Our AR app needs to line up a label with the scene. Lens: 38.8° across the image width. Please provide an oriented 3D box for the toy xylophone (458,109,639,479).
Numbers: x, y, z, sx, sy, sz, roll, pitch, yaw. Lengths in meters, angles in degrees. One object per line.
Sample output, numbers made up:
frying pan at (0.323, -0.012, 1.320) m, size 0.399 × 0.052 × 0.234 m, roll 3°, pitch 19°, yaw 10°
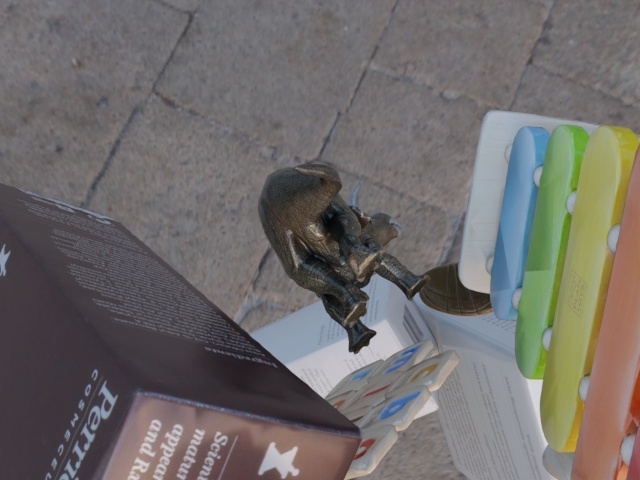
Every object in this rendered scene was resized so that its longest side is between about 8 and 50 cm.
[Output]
toy xylophone at (0.142, 0.057, 0.426) m, size 0.081 × 0.322 × 0.236 m, roll 3°, pitch 101°, yaw -7°

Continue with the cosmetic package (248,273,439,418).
cosmetic package at (-0.030, 0.200, 1.277) m, size 0.365 × 0.197 × 0.155 m, roll -27°, pitch 105°, yaw 17°

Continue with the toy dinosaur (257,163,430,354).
toy dinosaur at (0.000, 0.000, 0.808) m, size 0.160 × 0.313 × 0.121 m, roll 43°, pitch 96°, yaw 27°

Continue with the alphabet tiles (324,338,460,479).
alphabet tiles at (-0.001, 0.188, 0.834) m, size 0.021 × 0.278 × 0.284 m, roll 55°, pitch 44°, yaw -3°

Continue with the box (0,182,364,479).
box at (-0.156, 0.107, 0.568) m, size 0.143 × 0.381 × 0.191 m, roll 20°, pitch 96°, yaw -37°

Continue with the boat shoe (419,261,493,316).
boat shoe at (0.174, 0.046, 0.903) m, size 0.152 × 0.049 × 0.056 m, roll -3°, pitch 89°, yaw 27°

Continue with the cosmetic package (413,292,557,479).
cosmetic package at (0.371, 0.201, 1.337) m, size 0.327 × 0.394 × 0.329 m, roll -23°, pitch 105°, yaw -13°
